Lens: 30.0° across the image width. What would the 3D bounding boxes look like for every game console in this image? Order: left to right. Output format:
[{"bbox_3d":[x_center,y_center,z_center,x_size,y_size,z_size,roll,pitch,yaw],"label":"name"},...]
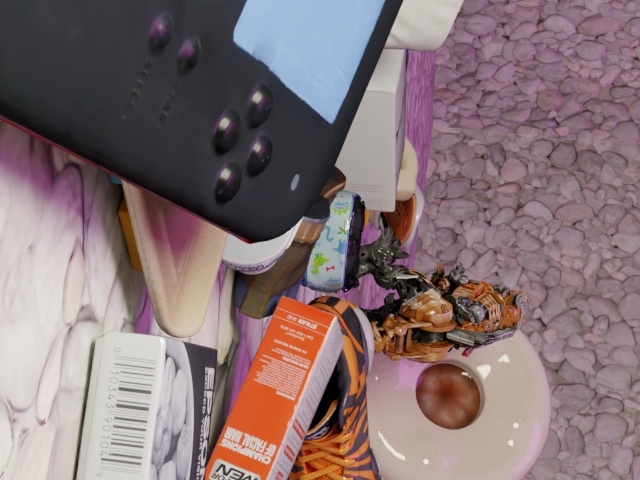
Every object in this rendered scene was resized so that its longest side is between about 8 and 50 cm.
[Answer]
[{"bbox_3d":[-0.009,-0.201,0.552,0.386,0.060,0.342,-68,162,-4],"label":"game console"}]

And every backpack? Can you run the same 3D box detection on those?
[{"bbox_3d":[0.000,0.000,1.179,0.114,0.084,0.105,-13,108,-87],"label":"backpack"}]

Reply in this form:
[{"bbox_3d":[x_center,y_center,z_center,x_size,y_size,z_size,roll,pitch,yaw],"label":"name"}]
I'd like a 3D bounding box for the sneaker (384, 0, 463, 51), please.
[{"bbox_3d":[0.063,-0.300,1.025,0.108,0.169,0.292,-110,-158,-56],"label":"sneaker"}]

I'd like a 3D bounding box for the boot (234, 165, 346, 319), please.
[{"bbox_3d":[-0.035,-0.015,1.047,0.219,0.082,0.106,-69,-176,-71],"label":"boot"}]

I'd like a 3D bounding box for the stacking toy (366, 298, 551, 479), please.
[{"bbox_3d":[0.166,0.322,2.096,0.480,0.351,0.350,118,-17,-65],"label":"stacking toy"}]

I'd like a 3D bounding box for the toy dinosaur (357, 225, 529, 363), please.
[{"bbox_3d":[0.130,0.092,1.598,0.322,0.218,0.164,13,101,-42],"label":"toy dinosaur"}]

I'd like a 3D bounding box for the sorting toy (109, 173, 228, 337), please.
[{"bbox_3d":[-0.087,-0.076,0.696,0.208,0.038,0.193,80,17,-49],"label":"sorting toy"}]

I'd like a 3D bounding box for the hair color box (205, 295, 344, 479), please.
[{"bbox_3d":[-0.037,0.140,0.985,0.093,0.053,0.167,75,36,-71],"label":"hair color box"}]

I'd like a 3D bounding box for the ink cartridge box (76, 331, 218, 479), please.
[{"bbox_3d":[-0.100,0.163,0.722,0.208,0.045,0.206,51,44,-81],"label":"ink cartridge box"}]

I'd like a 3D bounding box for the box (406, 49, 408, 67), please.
[{"bbox_3d":[0.097,-0.261,1.784,0.052,0.062,0.083,80,17,-60],"label":"box"}]

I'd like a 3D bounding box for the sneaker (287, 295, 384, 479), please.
[{"bbox_3d":[-0.006,0.221,1.256,0.180,0.125,0.321,-5,90,-78],"label":"sneaker"}]

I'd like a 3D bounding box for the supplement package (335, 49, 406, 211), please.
[{"bbox_3d":[0.034,-0.129,1.262,0.179,0.105,0.105,86,13,-50],"label":"supplement package"}]

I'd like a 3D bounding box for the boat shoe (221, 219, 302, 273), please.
[{"bbox_3d":[-0.034,-0.100,0.898,0.084,0.095,0.258,76,31,-79],"label":"boat shoe"}]

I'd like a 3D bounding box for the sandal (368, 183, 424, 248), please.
[{"bbox_3d":[0.098,-0.073,1.934,0.265,0.076,0.102,-112,-144,-60],"label":"sandal"}]

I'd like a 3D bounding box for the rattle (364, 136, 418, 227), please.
[{"bbox_3d":[0.037,-0.105,1.453,0.142,0.130,0.199,103,-28,-51],"label":"rattle"}]
